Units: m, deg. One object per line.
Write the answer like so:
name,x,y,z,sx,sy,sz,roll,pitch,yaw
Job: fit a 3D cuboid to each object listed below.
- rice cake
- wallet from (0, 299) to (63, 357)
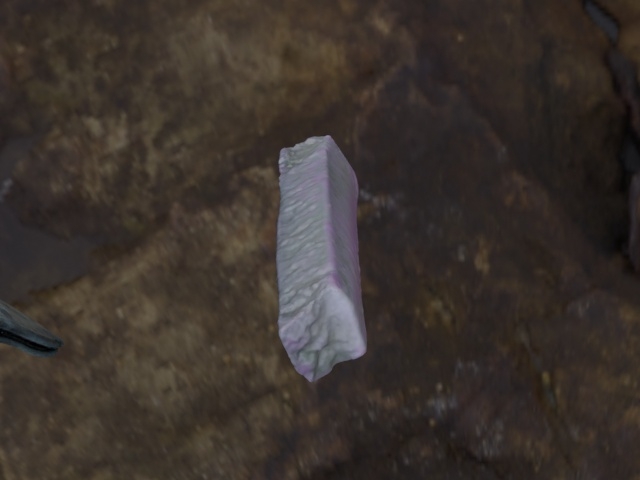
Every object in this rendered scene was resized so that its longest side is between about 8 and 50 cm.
rice cake,0.000,0.000,1.234,0.056,0.073,0.365,-24,20,9
wallet,-0.365,0.026,1.369,0.251,0.290,0.054,31,83,12
